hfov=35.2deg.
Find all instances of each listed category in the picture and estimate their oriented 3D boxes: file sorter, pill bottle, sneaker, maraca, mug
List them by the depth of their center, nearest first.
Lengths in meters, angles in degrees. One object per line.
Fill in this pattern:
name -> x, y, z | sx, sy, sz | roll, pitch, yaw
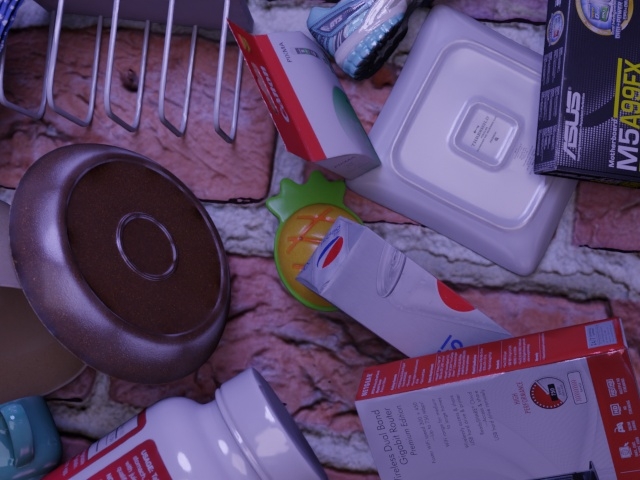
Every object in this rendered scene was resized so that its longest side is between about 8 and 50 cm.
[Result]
pill bottle -> -0.202, 0.332, 1.183 | 0.407, 0.229, 0.229 | -34, 86, -1
mug -> -0.384, 0.258, 1.222 | 0.129, 0.158, 0.097 | -25, 79, 0
file sorter -> -0.238, -0.227, 1.247 | 0.277, 0.193, 0.173 | 7, 89, 2
maraca -> 0.000, 0.000, 1.271 | 0.127, 0.099, 0.186 | -14, 73, -12
sneaker -> 0.093, -0.349, 1.291 | 0.122, 0.110, 0.283 | 40, 87, 8

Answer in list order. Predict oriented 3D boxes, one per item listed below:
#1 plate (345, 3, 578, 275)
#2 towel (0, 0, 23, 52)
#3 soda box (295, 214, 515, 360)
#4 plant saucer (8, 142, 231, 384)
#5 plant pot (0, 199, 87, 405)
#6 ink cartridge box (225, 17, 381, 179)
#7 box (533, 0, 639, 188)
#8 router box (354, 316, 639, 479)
plate -> 0.212, -0.134, 1.303 | 0.278, 0.045, 0.277 | 27, 86, 3
towel -> -0.451, -0.245, 1.215 | 0.243, 0.040, 0.336 | 50, 120, 32
soda box -> 0.116, 0.090, 1.209 | 0.286, 0.091, 0.098 | 36, 87, -22
plant saucer -> -0.215, 0.015, 1.184 | 0.050, 0.310, 0.311 | -29, 85, 36
plant pot -> -0.423, 0.057, 1.210 | 0.284, 0.284, 0.191 | -16, 56, 0
ink cartridge box -> -0.015, -0.174, 1.208 | 0.056, 0.224, 0.181 | -29, 76, 13
box -> 0.386, -0.203, 1.267 | 0.216, 0.060, 0.270 | 8, 85, -16
router box -> 0.232, 0.279, 1.156 | 0.301, 0.082, 0.336 | -14, 108, 16
